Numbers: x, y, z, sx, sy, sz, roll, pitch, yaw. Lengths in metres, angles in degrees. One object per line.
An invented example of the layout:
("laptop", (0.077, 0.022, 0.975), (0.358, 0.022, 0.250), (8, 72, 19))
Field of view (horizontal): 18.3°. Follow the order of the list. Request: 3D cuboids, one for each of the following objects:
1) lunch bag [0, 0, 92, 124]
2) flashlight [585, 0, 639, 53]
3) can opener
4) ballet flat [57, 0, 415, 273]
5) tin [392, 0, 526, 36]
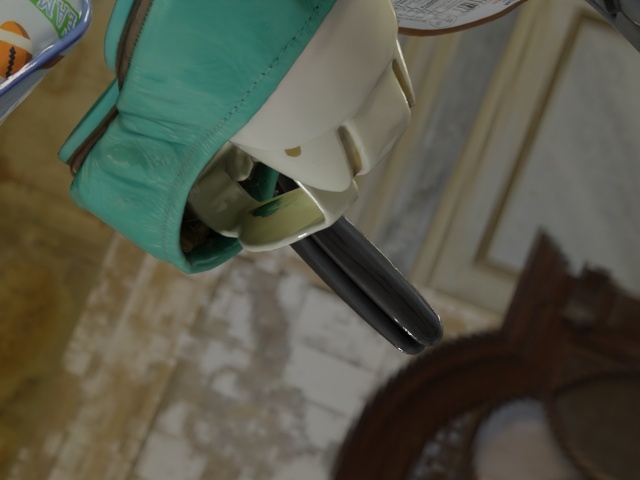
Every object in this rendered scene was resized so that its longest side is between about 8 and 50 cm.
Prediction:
("lunch bag", (-0.266, -0.152, 0.910), (0.115, 0.303, 0.243), (-31, 11, 45))
("flashlight", (0.168, -0.060, 0.583), (0.103, 0.304, 0.103), (-39, -46, 3))
("can opener", (0.000, 0.000, 1.189), (0.073, 0.186, 0.059), (-49, 12, -16))
("ballet flat", (-0.017, -0.046, 0.571), (0.083, 0.087, 0.247), (-56, 3, -19))
("tin", (0.047, -0.129, 0.862), (0.106, 0.040, 0.189), (-33, -20, 32))
